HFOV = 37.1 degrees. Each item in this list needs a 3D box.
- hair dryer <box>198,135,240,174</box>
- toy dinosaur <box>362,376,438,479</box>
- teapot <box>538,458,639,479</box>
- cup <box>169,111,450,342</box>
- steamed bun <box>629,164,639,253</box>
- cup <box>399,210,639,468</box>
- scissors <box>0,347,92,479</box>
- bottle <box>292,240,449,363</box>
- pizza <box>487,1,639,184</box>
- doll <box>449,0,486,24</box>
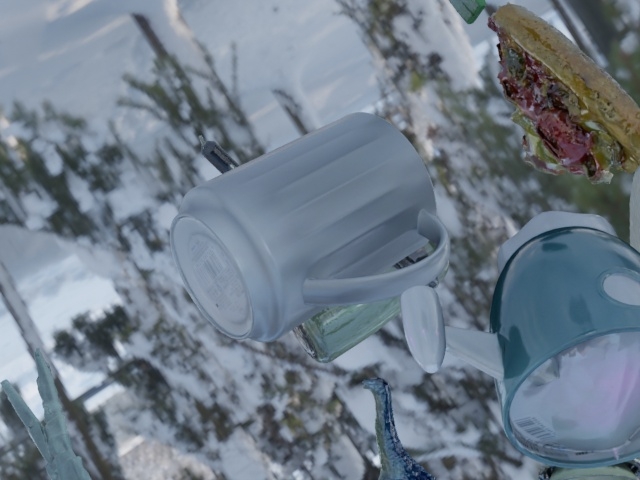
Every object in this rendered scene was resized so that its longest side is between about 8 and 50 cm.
[{"bbox_3d":[-0.128,-0.104,1.599,0.124,0.219,0.071,17,-113,53],"label":"hair dryer"},{"bbox_3d":[0.117,0.339,1.187,0.147,0.363,0.076,-36,-169,8],"label":"toy dinosaur"},{"bbox_3d":[0.290,0.158,1.066,0.183,0.251,0.183,1,150,1],"label":"teapot"},{"bbox_3d":[0.000,0.000,1.343,0.327,0.323,0.237,-30,134,-31],"label":"cup"},{"bbox_3d":[0.550,0.041,1.265,0.241,0.374,0.374,-7,-176,8],"label":"steamed bun"},{"bbox_3d":[0.213,0.067,0.783,0.173,0.300,0.167,-92,-170,-48],"label":"cup"},{"bbox_3d":[-0.357,0.327,1.336,0.256,0.383,0.029,-48,151,25],"label":"scissors"},{"bbox_3d":[0.100,0.092,1.912,0.347,0.168,0.168,-32,179,-15],"label":"bottle"},{"bbox_3d":[0.456,-0.215,1.834,0.130,0.440,0.406,-33,158,-13],"label":"pizza"},{"bbox_3d":[0.040,-0.248,0.689,0.106,0.186,0.134,138,-34,-83],"label":"doll"}]
